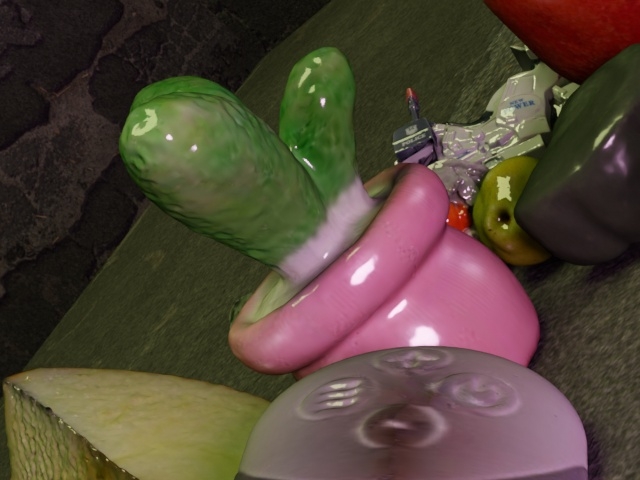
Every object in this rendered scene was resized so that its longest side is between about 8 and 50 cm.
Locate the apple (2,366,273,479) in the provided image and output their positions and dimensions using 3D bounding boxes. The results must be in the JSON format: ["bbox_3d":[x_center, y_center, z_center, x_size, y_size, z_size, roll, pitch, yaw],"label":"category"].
[{"bbox_3d":[-0.101,0.212,1.171,0.346,0.179,0.254,23,65,43],"label":"apple"}]

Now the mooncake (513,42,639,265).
[{"bbox_3d":[0.226,-0.062,1.247,0.175,0.104,0.168,-50,16,-5],"label":"mooncake"}]

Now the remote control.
[{"bbox_3d":[0.052,0.160,0.983,0.221,0.104,0.332,-4,26,10],"label":"remote control"}]

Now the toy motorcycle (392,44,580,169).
[{"bbox_3d":[0.170,-0.111,1.553,0.221,0.102,0.150,-25,43,12],"label":"toy motorcycle"}]

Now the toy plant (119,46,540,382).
[{"bbox_3d":[0.001,0.007,1.221,0.210,0.356,0.317,-38,11,3],"label":"toy plant"}]

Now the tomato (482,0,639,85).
[{"bbox_3d":[0.284,-0.290,1.387,0.325,0.293,0.290,-37,29,17],"label":"tomato"}]

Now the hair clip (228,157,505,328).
[{"bbox_3d":[0.054,0.047,1.471,0.321,0.138,0.091,-38,45,33],"label":"hair clip"}]

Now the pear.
[{"bbox_3d":[0.172,-0.022,1.354,0.092,0.092,0.097,-38,-23,34],"label":"pear"}]
